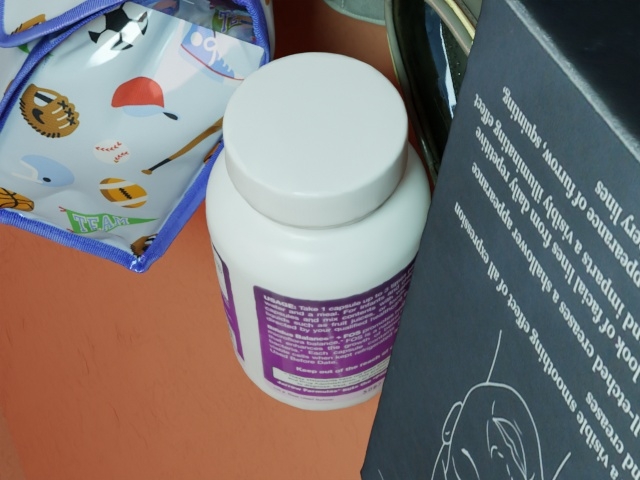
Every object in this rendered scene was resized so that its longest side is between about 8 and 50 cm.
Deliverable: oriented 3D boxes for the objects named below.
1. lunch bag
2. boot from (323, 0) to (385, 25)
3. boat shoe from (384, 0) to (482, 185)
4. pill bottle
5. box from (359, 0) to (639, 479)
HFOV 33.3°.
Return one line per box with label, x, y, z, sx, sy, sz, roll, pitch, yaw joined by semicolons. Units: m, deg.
lunch bag;-0.159;-0.214;0.909;0.385;0.239;0.327;-42;40;49
boot;0.059;-0.265;0.809;0.189;0.076;0.208;47;132;54
boat shoe;0.124;-0.055;0.785;0.109;0.091;0.305;-18;88;55
pill bottle;0.000;0.000;0.835;0.169;0.169;0.301;53;162;27
box;0.189;0.103;0.564;0.293;0.212;0.395;-113;26;-45
